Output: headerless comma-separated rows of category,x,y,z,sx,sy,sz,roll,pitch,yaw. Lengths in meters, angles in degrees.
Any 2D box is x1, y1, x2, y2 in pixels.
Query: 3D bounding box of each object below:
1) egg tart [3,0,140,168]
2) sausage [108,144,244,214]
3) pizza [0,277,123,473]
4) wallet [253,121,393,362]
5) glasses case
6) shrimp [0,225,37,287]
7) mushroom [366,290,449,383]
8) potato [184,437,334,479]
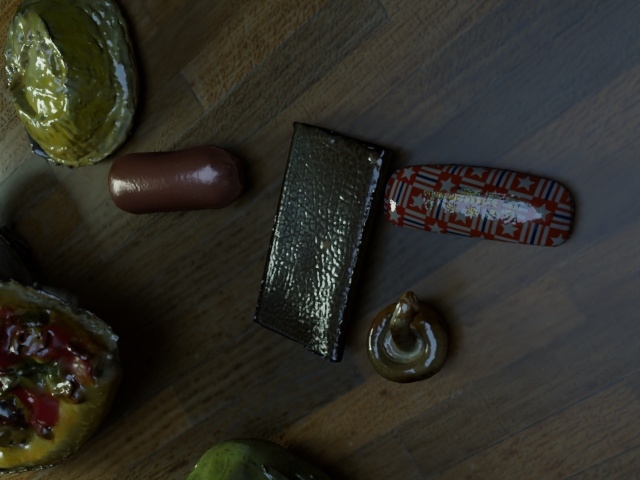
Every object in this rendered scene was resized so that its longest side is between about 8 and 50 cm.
egg tart,-0.333,-0.211,1.037,0.232,0.098,0.252,22,109,27
sausage,-0.175,-0.072,0.979,0.194,0.077,0.077,-3,94,27
pizza,-0.469,0.141,1.019,0.406,0.130,0.440,43,132,-11
wallet,0.000,0.000,0.913,0.133,0.039,0.243,20,103,33
glasses case,0.155,-0.039,0.824,0.194,0.049,0.073,8,99,26
shrimp,-0.466,0.053,1.114,0.343,0.116,0.145,40,109,6
mushroom,0.097,0.094,0.851,0.088,0.073,0.129,50,149,29
potato,-0.048,0.326,0.917,0.248,0.143,0.169,38,118,18
